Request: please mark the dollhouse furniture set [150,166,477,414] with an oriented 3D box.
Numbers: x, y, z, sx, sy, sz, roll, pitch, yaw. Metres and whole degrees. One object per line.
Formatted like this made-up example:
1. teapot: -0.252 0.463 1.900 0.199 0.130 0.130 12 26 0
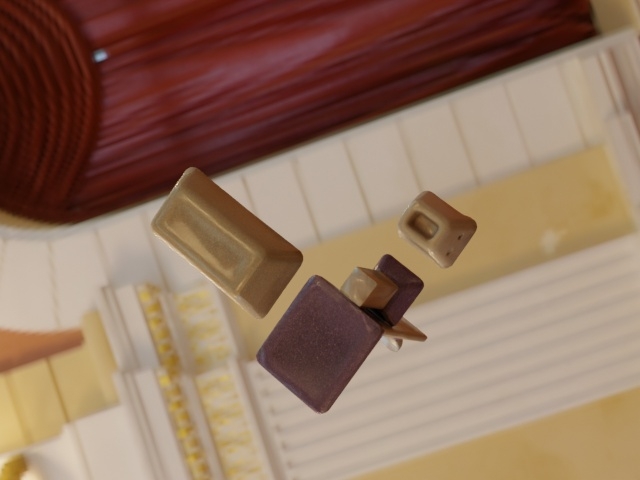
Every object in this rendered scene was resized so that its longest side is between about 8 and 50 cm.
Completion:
1. dollhouse furniture set: 0.000 0.000 0.566 0.114 0.091 0.081 38 -171 21
